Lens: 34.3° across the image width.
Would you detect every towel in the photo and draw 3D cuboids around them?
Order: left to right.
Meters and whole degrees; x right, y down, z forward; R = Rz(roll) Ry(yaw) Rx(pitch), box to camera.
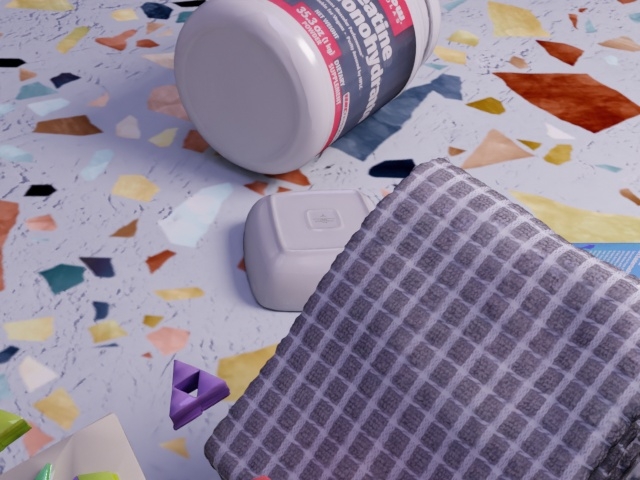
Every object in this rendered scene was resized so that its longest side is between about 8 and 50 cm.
[{"bbox_3d":[0.079,0.114,0.663,0.235,0.121,0.283,37,89,32],"label":"towel"}]

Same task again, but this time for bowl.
[{"bbox_3d":[0.000,0.000,0.967,0.142,0.053,0.142,-3,38,-9],"label":"bowl"}]

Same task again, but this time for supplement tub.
[{"bbox_3d":[-0.007,-0.207,1.118,0.191,0.191,0.272,26,42,23],"label":"supplement tub"}]

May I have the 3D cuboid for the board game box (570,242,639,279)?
[{"bbox_3d":[0.217,0.056,0.857,0.210,0.047,0.160,0,27,36],"label":"board game box"}]

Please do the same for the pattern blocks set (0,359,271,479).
[{"bbox_3d":[-0.169,0.200,0.614,0.325,0.026,0.285,-42,53,-17],"label":"pattern blocks set"}]
